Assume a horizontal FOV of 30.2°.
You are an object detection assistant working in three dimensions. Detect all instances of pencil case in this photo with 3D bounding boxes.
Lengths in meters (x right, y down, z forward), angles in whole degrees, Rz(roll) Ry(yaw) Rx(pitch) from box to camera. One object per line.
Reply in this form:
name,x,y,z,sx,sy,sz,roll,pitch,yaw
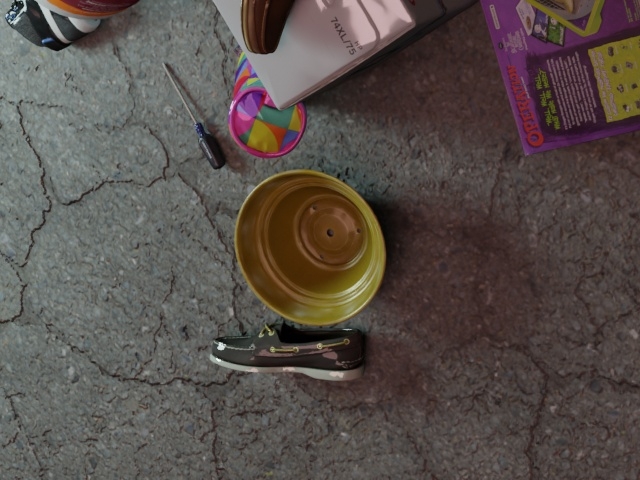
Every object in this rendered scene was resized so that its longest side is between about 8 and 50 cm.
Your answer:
pencil case,-0.064,-0.188,1.496,0.104,0.236,0.104,-1,117,-1

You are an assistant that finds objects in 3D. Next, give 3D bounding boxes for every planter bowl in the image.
planter bowl,0.000,0.000,1.606,0.217,0.090,0.217,7,108,21

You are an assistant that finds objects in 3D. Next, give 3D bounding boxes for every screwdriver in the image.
screwdriver,-0.179,-0.177,1.666,0.025,0.024,0.170,-21,96,56

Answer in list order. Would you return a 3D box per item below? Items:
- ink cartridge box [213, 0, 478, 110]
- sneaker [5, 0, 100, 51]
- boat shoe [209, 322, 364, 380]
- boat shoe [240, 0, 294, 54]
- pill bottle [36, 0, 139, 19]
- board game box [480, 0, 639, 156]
ink cartridge box,0.027,-0.304,1.398,0.197,0.270,0.198,-29,93,28
sneaker,-0.414,-0.367,1.671,0.121,0.079,0.217,-26,96,26
boat shoe,-0.048,0.149,1.684,0.227,0.081,0.069,3,105,14
boat shoe,-0.040,-0.278,1.245,0.060,0.064,0.178,20,111,20
pill bottle,-0.214,-0.417,1.408,0.392,0.224,0.224,-12,103,54
board game box,0.293,-0.288,1.401,0.208,0.056,0.347,-12,102,29
